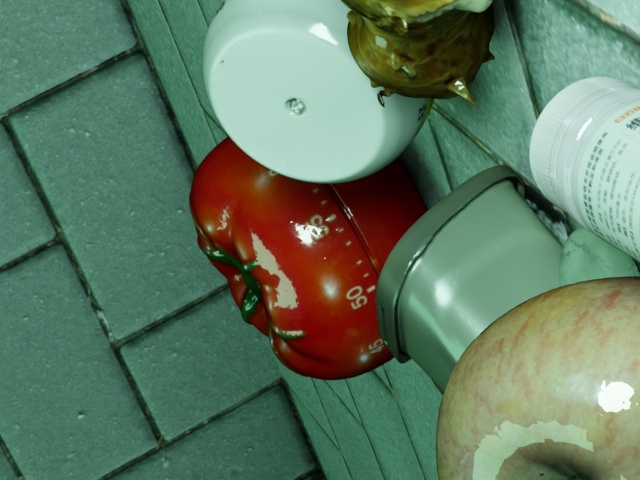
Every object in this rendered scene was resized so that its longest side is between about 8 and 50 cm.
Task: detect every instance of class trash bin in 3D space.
[{"bbox_3d":[0.206,0.093,1.990,0.250,0.219,0.220,49,166,26],"label":"trash bin"}]

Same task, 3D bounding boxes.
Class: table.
[{"bbox_3d":[0.289,0.046,1.775,0.133,0.043,0.133,36,133,51],"label":"table"}]

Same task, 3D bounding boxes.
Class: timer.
[{"bbox_3d":[0.020,-0.225,2.057,0.285,0.285,0.285,58,169,19],"label":"timer"},{"bbox_3d":[0.000,0.000,2.493,0.378,0.279,0.378,55,167,20],"label":"timer"}]

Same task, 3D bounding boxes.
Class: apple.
[{"bbox_3d":[0.254,0.186,1.601,0.269,0.345,0.344,2,-131,-54],"label":"apple"}]

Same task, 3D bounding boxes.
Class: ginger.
[{"bbox_3d":[0.098,-0.241,1.715,0.254,0.176,0.418,59,174,-6],"label":"ginger"}]

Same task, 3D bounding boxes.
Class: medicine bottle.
[{"bbox_3d":[0.279,-0.044,1.476,0.133,0.133,0.250,67,169,-25],"label":"medicine bottle"}]

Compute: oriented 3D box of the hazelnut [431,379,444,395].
[{"bbox_3d":[0.206,0.145,2.309,0.143,0.143,0.154,127,130,-78],"label":"hazelnut"}]
